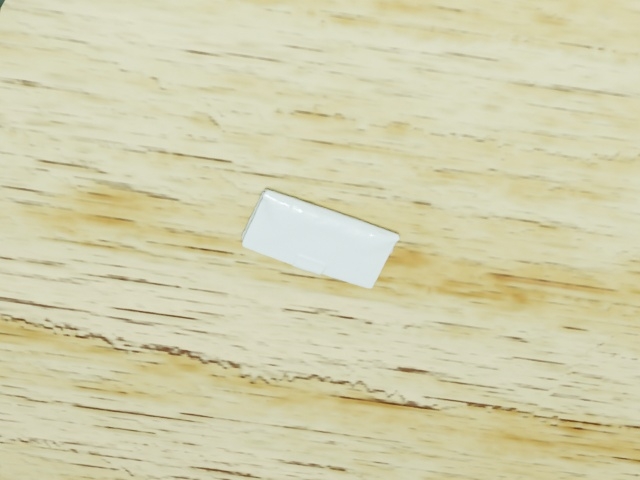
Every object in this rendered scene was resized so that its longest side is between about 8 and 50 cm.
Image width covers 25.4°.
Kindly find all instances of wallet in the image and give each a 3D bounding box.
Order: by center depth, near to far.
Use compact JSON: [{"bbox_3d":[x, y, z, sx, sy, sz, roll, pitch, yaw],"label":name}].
[{"bbox_3d":[0.000,0.000,0.806,0.083,0.011,0.044,19,127,-12],"label":"wallet"}]

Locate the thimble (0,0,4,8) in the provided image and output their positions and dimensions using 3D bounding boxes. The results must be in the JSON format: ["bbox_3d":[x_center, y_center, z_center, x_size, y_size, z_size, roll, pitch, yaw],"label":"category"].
[{"bbox_3d":[-0.215,-0.200,0.523,0.271,0.150,0.270,2,131,3],"label":"thimble"}]
